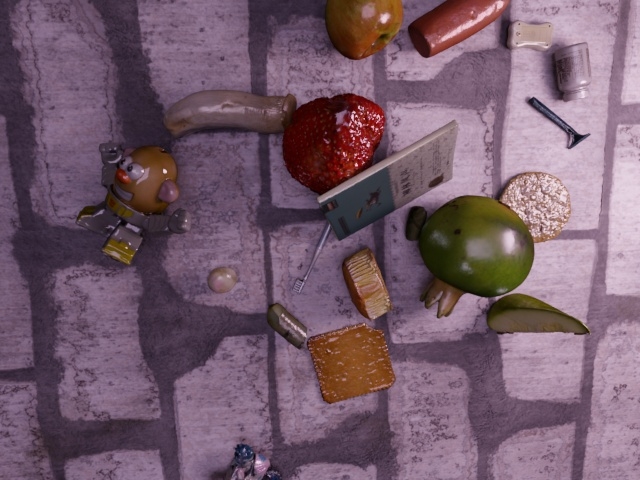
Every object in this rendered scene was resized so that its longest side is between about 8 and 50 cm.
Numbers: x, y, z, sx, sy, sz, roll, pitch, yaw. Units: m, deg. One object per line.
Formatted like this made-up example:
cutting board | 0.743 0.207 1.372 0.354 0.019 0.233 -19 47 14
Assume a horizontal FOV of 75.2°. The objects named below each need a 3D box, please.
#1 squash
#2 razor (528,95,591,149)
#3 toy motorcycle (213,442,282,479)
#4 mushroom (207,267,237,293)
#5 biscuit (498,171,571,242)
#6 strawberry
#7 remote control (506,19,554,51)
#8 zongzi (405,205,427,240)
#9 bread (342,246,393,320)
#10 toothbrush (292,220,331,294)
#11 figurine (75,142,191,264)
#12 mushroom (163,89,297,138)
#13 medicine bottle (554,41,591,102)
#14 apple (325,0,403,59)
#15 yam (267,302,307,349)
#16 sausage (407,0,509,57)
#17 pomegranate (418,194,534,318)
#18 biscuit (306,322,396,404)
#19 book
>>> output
squash | 0.583 0.221 1.148 0.169 0.252 0.093 -31 98 2
razor | 0.664 -0.340 1.174 0.190 0.033 0.066 37 137 -5
toy motorcycle | -0.250 0.706 1.262 0.239 0.108 0.204 -17 106 -25
mushroom | -0.279 0.109 1.175 0.083 0.068 0.084 -18 144 -14
biscuit | 0.621 -0.094 1.209 0.219 0.033 0.220 0 99 -1
strawberry | 0.025 -0.250 1.022 0.238 0.288 0.250 19 79 2
remote control | 0.569 -0.555 1.128 0.122 0.032 0.075 3 99 -3
zongzi | 0.269 -0.043 1.156 0.052 0.113 0.104 8 99 1
bread | 0.128 0.126 1.169 0.114 0.132 0.191 -26 98 3
toothbrush | 0.002 0.001 1.195 0.030 0.025 0.343 26 98 -5
figurine | -0.478 -0.114 1.076 0.342 0.167 0.285 39 98 -5
mushroom | -0.236 -0.333 1.093 0.350 0.095 0.123 -3 117 -1
medicine bottle | 0.687 -0.454 1.128 0.079 0.079 0.140 -13 100 -1
apple | 0.103 -0.558 1.025 0.195 0.196 0.196 -1 100 -3
yam | -0.099 0.248 1.208 0.146 0.070 0.070 43 95 -10
sausage | 0.364 -0.578 1.074 0.259 0.113 0.114 -29 100 3
pomegranate | 0.411 0.062 1.113 0.309 0.216 0.359 25 100 -22
biscuit | 0.096 0.372 1.268 0.236 0.013 0.232 -16 100 -1
book | 0.182 -0.140 1.081 0.379 0.264 0.031 -30 65 2
